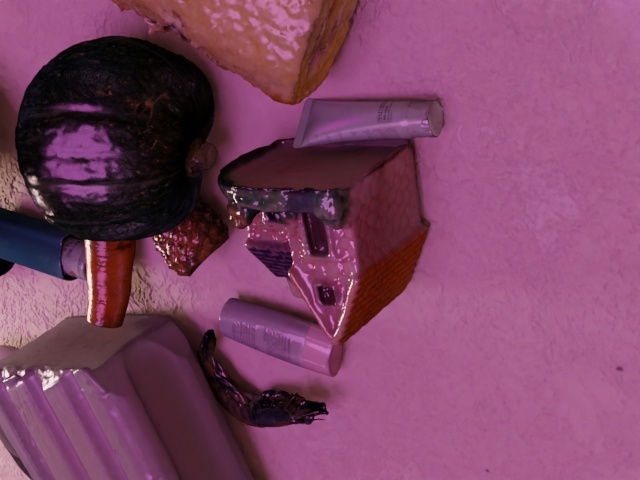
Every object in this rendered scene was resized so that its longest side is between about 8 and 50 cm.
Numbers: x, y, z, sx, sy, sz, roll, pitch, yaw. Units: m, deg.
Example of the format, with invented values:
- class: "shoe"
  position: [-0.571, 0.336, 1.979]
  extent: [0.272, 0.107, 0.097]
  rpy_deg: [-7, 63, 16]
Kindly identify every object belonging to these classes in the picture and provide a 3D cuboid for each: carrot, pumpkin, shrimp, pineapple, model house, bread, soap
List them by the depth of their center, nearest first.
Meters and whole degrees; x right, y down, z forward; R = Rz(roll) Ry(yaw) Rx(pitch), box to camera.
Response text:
- class: "bread"
  position: [-0.140, -0.350, 1.375]
  extent: [0.375, 0.165, 0.236]
  rpy_deg: [33, 124, 12]
- class: "model house"
  position: [0.000, 0.000, 1.461]
  extent: [0.237, 0.202, 0.237]
  rpy_deg: [3, 117, 31]
- class: "pumpkin"
  position: [-0.298, -0.139, 1.510]
  extent: [0.263, 0.197, 0.293]
  rpy_deg: [8, 96, 20]
- class: "pineapple"
  position: [-0.249, -0.065, 1.641]
  extent: [0.251, 0.125, 0.125]
  rpy_deg: [51, 130, 3]
- class: "shrimp"
  position: [-0.108, 0.223, 1.724]
  extent: [0.262, 0.051, 0.198]
  rpy_deg: [-4, 126, 49]
- class: "carrot"
  position: [-0.342, 0.043, 1.762]
  extent: [0.087, 0.087, 0.193]
  rpy_deg: [11, 109, 26]
- class: "soap"
  position: [-0.325, 0.352, 1.848]
  extent: [0.350, 0.213, 0.435]
  rpy_deg: [-10, 111, 40]

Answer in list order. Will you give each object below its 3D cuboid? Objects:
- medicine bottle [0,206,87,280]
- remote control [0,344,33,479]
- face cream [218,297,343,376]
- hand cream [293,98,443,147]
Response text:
- class: "medicine bottle"
  position: [-0.486, 0.021, 1.855]
  extent: [0.258, 0.079, 0.124]
  rpy_deg: [14, 117, 24]
- class: "remote control"
  position: [-0.541, 0.343, 2.058]
  extent: [0.221, 0.103, 0.332]
  rpy_deg: [-23, 104, 41]
- class: "face cream"
  position: [-0.060, 0.146, 1.679]
  extent: [0.198, 0.057, 0.084]
  rpy_deg: [18, 129, 20]
- class: "hand cream"
  position: [0.060, -0.158, 1.430]
  extent: [0.205, 0.078, 0.050]
  rpy_deg: [1, 157, 29]
